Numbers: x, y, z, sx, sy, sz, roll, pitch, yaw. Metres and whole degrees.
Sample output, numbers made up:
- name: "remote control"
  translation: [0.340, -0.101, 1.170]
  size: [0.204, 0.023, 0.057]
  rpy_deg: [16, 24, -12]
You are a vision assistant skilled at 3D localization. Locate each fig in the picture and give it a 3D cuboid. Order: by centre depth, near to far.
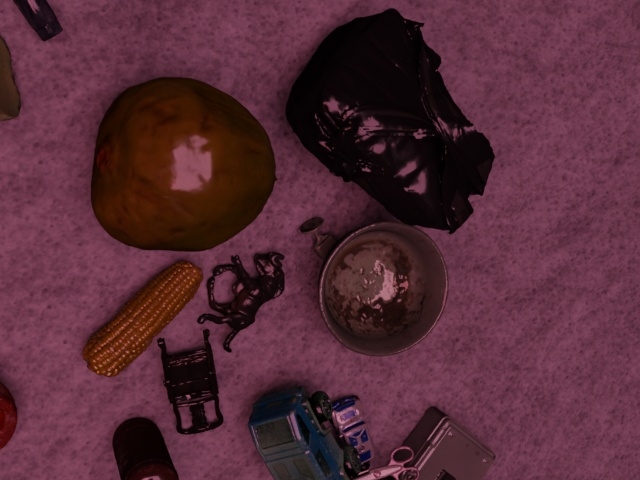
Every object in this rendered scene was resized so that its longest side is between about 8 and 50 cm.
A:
- name: "fig"
  translation: [-0.243, -0.130, 1.482]
  size: [0.343, 0.343, 0.343]
  rpy_deg: [-3, 100, -20]

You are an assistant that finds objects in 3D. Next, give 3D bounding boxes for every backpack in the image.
- name: "backpack"
  translation: [0.164, -0.222, 1.617]
  size: [0.445, 0.255, 0.363]
  rpy_deg: [43, 60, -23]

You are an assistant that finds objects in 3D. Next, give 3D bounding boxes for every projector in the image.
- name: "projector"
  translation: [0.265, 0.545, 1.884]
  size: [0.192, 0.099, 0.257]
  rpy_deg: [40, 84, -20]

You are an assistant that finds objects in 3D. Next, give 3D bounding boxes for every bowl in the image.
- name: "bowl"
  translation: [0.114, 0.090, 1.729]
  size: [0.289, 0.146, 0.289]
  rpy_deg: [-3, 100, -18]

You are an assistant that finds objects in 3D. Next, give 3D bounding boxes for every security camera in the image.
- name: "security camera"
  translation: [0.000, 0.000, 1.729]
  size: [0.058, 0.058, 0.092]
  rpy_deg: [-34, 120, -12]

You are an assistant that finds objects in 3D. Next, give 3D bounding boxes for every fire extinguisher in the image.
- name: "fire extinguisher"
  translation: [-0.320, 0.455, 1.523]
  size: [0.102, 0.344, 0.138]
  rpy_deg: [-15, 104, -17]

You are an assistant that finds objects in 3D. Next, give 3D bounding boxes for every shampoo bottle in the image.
- name: "shampoo bottle"
  translation: [-0.540, -0.465, 1.429]
  size: [0.049, 0.087, 0.234]
  rpy_deg: [-35, 108, -11]

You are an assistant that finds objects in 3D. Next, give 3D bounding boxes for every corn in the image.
- name: "corn"
  translation: [-0.346, 0.152, 1.601]
  size: [0.291, 0.101, 0.101]
  rpy_deg: [-44, 110, -12]

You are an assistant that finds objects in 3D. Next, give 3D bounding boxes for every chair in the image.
- name: "chair"
  translation: [-0.263, 0.295, 1.656]
  size: [0.106, 0.113, 0.229]
  rpy_deg: [-9, 144, -10]

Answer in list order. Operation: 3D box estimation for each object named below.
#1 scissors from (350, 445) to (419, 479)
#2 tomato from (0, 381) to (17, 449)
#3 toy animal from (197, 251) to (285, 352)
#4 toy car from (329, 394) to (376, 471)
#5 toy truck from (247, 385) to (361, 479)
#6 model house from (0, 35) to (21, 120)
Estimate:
- name: "scissors"
  translation: [0.130, 0.516, 1.801]
  size: [0.176, 0.022, 0.085]
  rpy_deg: [-14, 83, -6]
- name: "tomato"
  translation: [-0.682, 0.308, 1.480]
  size: [0.200, 0.139, 0.233]
  rpy_deg: [-42, 144, -2]
- name: "toy animal"
  translation: [-0.160, 0.117, 1.667]
  size: [0.148, 0.084, 0.233]
  rpy_deg: [30, 85, -23]
- name: "toy car"
  translation: [0.074, 0.436, 1.811]
  size: [0.080, 0.070, 0.171]
  rpy_deg: [-20, 104, -17]
- name: "toy truck"
  translation: [-0.033, 0.442, 1.703]
  size: [0.155, 0.156, 0.279]
  rpy_deg: [-20, 108, 22]
- name: "model house"
  translation: [-0.660, -0.293, 1.391]
  size: [0.189, 0.195, 0.214]
  rpy_deg: [-16, 90, 8]
